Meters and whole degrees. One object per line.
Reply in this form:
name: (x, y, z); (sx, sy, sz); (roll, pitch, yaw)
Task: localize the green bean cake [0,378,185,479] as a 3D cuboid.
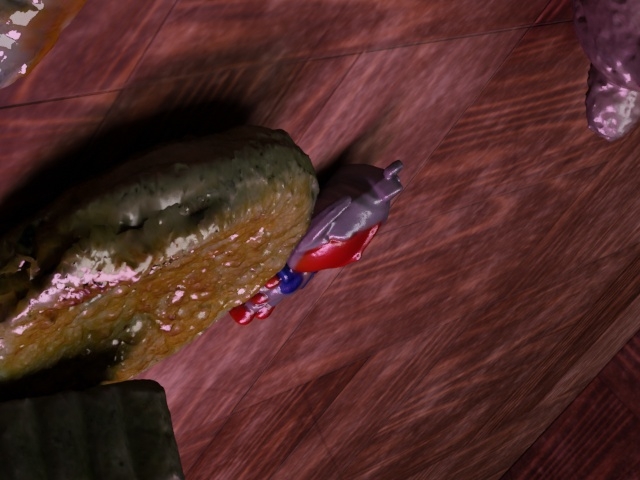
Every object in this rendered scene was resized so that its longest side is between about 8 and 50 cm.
green bean cake: (-0.203, 0.163, 1.072); (0.185, 0.094, 0.183); (0, 155, -39)

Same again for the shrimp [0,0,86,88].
shrimp: (-0.152, -0.124, 0.709); (0.161, 0.049, 0.166); (-50, 160, 14)

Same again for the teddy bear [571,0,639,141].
teddy bear: (0.285, -0.184, 1.332); (0.236, 0.151, 0.267); (-52, 157, 8)

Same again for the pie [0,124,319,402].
pie: (-0.124, 0.023, 1.078); (0.277, 0.078, 0.277); (-31, 165, -9)

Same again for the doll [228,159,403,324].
doll: (0.000, -0.001, 1.308); (0.104, 0.062, 0.195); (9, 137, -46)
